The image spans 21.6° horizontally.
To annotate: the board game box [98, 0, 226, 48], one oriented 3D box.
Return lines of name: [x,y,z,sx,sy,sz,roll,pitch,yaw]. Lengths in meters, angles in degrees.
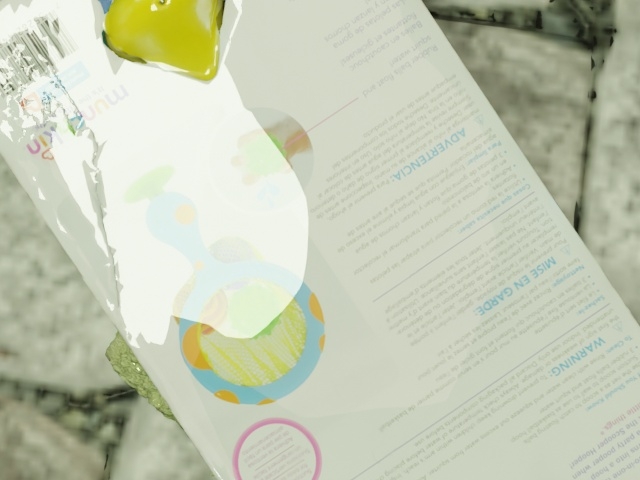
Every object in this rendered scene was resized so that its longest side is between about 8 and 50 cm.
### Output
board game box: [-0.012,-0.153,0.578,0.210,0.047,0.160,-38,101,-3]

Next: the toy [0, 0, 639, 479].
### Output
toy: [0.000,0.000,0.543,0.137,0.056,0.237,-34,94,-1]

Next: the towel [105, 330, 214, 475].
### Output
towel: [0.011,0.027,0.585,0.148,0.027,0.110,-41,85,-6]
